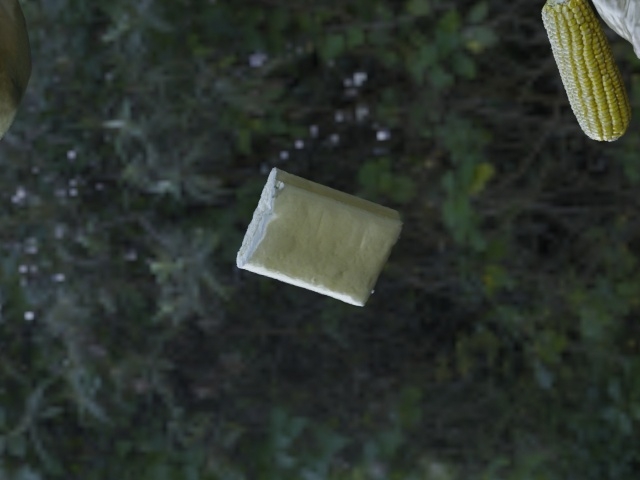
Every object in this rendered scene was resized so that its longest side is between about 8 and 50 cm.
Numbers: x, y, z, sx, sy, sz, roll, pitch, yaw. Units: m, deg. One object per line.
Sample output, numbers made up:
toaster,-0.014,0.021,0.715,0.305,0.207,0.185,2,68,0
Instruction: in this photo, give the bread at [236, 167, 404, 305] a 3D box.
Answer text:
bread,0.000,0.000,2.086,0.060,0.178,0.139,-117,46,-67

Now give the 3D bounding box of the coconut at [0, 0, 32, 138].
coconut,-0.363,-0.170,1.527,0.224,0.224,0.224,-2,-90,-74

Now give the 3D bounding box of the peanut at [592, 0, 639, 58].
peanut,0.340,-0.234,1.623,0.290,0.130,0.130,-115,10,-55

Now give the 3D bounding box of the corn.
corn,0.302,-0.195,1.892,0.206,0.067,0.067,61,-151,-34
